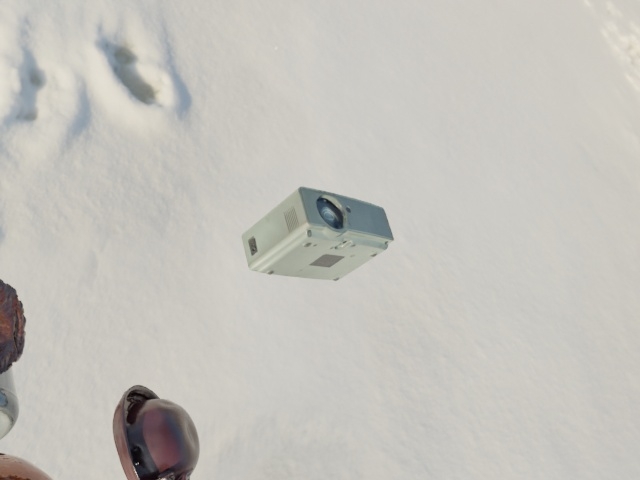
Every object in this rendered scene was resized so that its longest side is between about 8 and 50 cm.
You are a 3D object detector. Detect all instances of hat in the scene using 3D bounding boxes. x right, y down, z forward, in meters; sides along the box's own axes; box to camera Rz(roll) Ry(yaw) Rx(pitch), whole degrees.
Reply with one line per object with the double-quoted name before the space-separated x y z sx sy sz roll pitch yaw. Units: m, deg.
"hat" -0.244 0.316 0.913 0.206 0.089 0.205 63 0 0

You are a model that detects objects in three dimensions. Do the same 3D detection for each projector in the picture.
"projector" 0.000 0.000 0.690 0.147 0.115 0.061 9 54 -44

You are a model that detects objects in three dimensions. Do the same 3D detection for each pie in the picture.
"pie" -0.628 0.162 1.038 0.218 0.054 0.205 -23 112 -59

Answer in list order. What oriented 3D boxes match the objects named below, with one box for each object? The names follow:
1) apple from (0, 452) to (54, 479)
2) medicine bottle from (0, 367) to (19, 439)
"apple" -0.625 0.561 1.055 0.276 0.348 0.349 -19 74 -48
"medicine bottle" -0.900 0.347 1.440 0.245 0.245 0.306 0 43 -38
